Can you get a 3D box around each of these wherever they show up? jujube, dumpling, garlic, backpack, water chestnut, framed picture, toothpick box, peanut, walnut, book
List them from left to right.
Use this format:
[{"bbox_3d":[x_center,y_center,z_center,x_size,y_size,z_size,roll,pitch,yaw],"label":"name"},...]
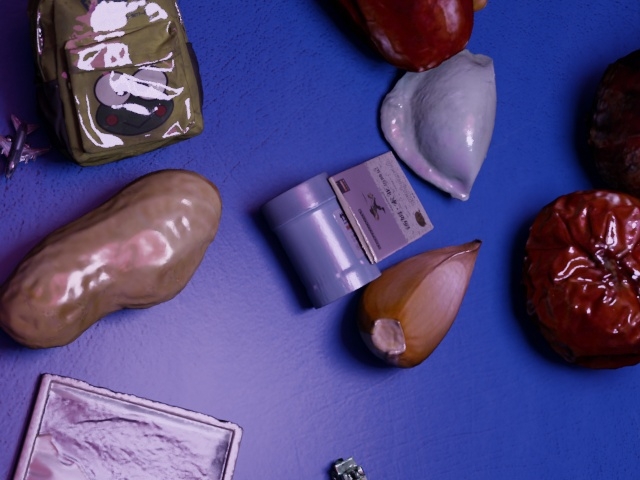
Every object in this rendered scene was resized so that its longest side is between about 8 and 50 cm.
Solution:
[{"bbox_3d":[-0.256,-0.225,1.570,0.207,0.140,0.253,-17,107,-24],"label":"backpack"},{"bbox_3d":[-0.242,0.025,1.540,0.319,0.147,0.147,-35,93,-28],"label":"peanut"},{"bbox_3d":[-0.235,0.282,1.551,0.265,0.018,0.192,17,71,-18],"label":"framed picture"},{"bbox_3d":[0.000,0.000,1.667,0.101,0.101,0.153,-29,91,-25],"label":"toothpick box"},{"bbox_3d":[0.083,-0.048,1.709,0.181,0.014,0.127,-26,89,-58],"label":"book"},{"bbox_3d":[0.122,-0.380,1.746,0.244,0.222,0.269,-35,108,-7],"label":"walnut"},{"bbox_3d":[0.120,0.080,1.696,0.115,0.128,0.207,24,57,31],"label":"garlic"},{"bbox_3d":[0.172,-0.163,1.788,0.105,0.149,0.217,17,75,-59],"label":"dumpling"},{"bbox_3d":[0.378,0.057,1.762,0.213,0.213,0.232,9,70,-21],"label":"jujube"},{"bbox_3d":[0.551,-0.146,1.811,0.350,0.350,0.302,-26,100,-25],"label":"water chestnut"}]

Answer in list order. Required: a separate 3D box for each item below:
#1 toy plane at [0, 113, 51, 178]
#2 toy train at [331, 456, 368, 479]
[{"bbox_3d":[-0.373,-0.113,1.576,0.078,0.031,0.083,19,71,-17],"label":"toy plane"},{"bbox_3d":[0.045,0.316,1.638,0.033,0.053,0.083,-24,89,-25],"label":"toy train"}]
